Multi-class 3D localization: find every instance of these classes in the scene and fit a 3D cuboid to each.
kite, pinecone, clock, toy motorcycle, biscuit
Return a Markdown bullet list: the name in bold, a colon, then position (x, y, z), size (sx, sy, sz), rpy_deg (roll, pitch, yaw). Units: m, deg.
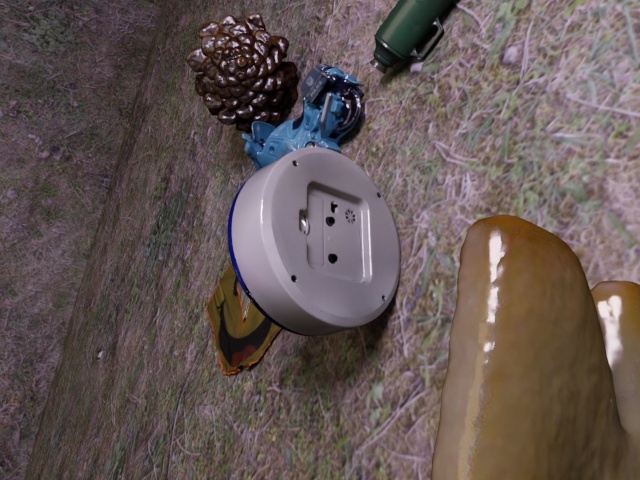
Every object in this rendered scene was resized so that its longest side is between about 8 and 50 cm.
- **kite**: position (-0.124, 0.083, 1.038), size (0.378, 0.013, 0.327), rpy_deg (-22, 53, 49)
- **pinecone**: position (-0.152, -0.338, 1.155), size (0.203, 0.201, 0.228), rpy_deg (13, 101, 28)
- **clock**: position (0.000, 0.000, 0.702), size (0.083, 0.230, 0.230), rpy_deg (-26, 51, 47)
- **toy motorcycle**: position (-0.034, -0.193, 0.992), size (0.272, 0.124, 0.182), rpy_deg (-52, 57, 26)
- **biscuit**: position (0.167, 0.146, 0.367), size (0.062, 0.237, 0.290), rpy_deg (-15, 56, 53)

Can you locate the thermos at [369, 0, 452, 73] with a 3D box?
- **thermos**: position (0.147, -0.340, 0.857), size (0.187, 0.083, 0.073), rpy_deg (-52, 14, 25)
